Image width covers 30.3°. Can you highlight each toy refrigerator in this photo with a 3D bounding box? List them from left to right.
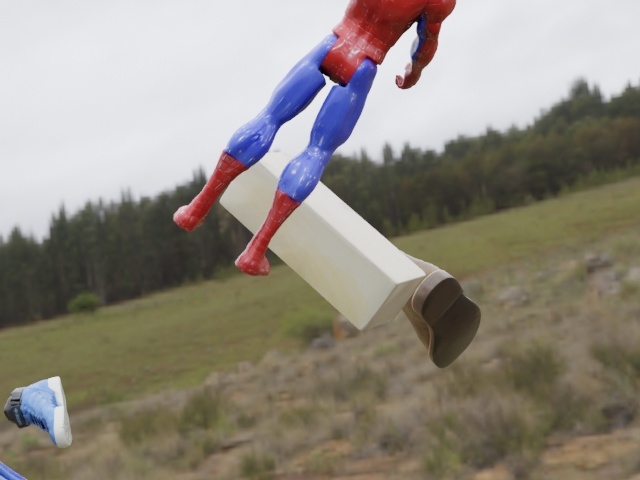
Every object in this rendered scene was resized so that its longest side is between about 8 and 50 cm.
[{"bbox_3d":[0.000,0.000,1.585,0.094,0.269,0.102,-55,-18,21],"label":"toy refrigerator"}]

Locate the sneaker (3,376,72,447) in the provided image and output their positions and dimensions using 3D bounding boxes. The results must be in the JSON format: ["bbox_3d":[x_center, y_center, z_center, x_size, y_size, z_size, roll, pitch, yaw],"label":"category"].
[{"bbox_3d":[-0.400,0.250,1.668,0.085,0.058,0.152,-14,31,-11],"label":"sneaker"}]

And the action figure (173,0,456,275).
[{"bbox_3d":[0.014,-0.115,0.835,0.091,0.280,0.139,36,11,3],"label":"action figure"}]

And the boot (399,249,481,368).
[{"bbox_3d":[0.182,0.110,1.947,0.112,0.115,0.305,-45,-32,-11],"label":"boot"}]

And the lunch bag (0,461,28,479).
[{"bbox_3d":[-0.237,0.213,0.821,0.243,0.115,0.303,-3,-37,49],"label":"lunch bag"}]
